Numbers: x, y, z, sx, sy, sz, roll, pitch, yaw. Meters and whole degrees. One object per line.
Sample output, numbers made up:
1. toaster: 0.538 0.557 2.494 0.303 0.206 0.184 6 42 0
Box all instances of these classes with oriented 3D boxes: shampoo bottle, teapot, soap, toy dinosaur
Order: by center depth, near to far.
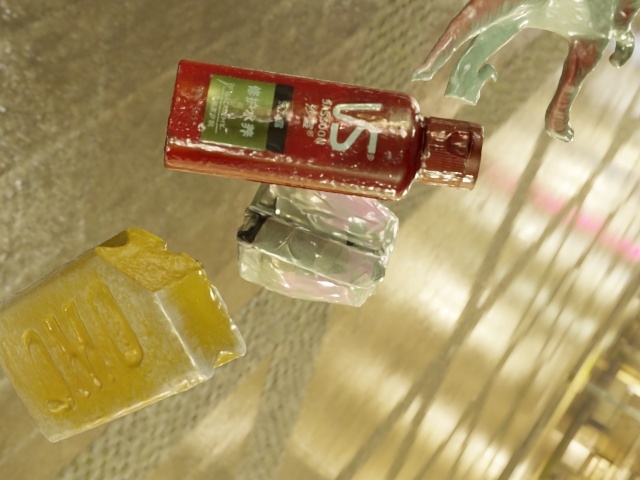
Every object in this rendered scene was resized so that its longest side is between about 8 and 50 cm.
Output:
1. toy dinosaur: 0.115 -0.129 0.570 0.242 0.053 0.167 -13 124 -50
2. soap: -0.184 0.080 1.003 0.232 0.140 0.073 -26 -174 40
3. shampoo bottle: 0.002 -0.105 1.159 0.076 0.314 0.118 102 -4 -65
4. teapot: 0.006 -0.012 1.344 0.221 0.178 0.163 89 24 -71
